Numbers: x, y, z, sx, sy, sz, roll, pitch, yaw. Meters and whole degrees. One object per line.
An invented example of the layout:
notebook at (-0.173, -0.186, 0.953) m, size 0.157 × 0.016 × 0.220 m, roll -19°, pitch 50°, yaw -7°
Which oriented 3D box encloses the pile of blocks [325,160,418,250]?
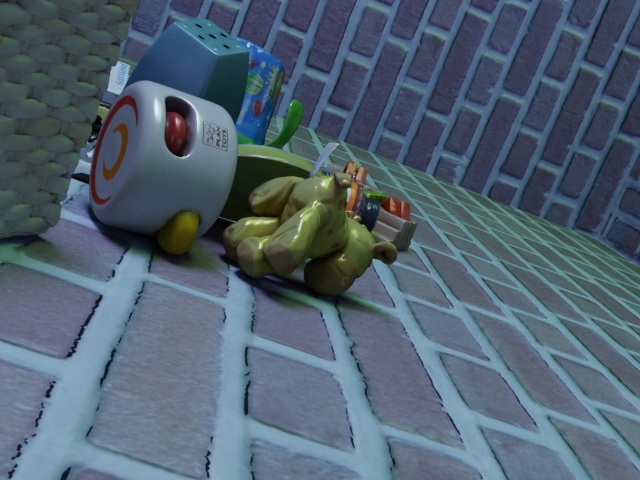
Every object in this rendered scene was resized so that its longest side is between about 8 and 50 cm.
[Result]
pile of blocks at (0.061, -0.097, 1.777) m, size 0.149 × 0.112 × 0.362 m, roll 12°, pitch 15°, yaw -39°

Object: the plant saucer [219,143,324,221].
plant saucer at (-0.093, -0.085, 1.300) m, size 0.241 × 0.037 × 0.241 m, roll 5°, pitch -22°, yaw 2°

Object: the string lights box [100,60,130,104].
string lights box at (-0.538, -0.351, 1.816) m, size 0.260 × 0.076 × 0.133 m, roll 18°, pitch 36°, yaw -19°

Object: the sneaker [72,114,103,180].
sneaker at (-0.370, -0.203, 1.315) m, size 0.296 × 0.178 × 0.124 m, roll 23°, pitch 12°, yaw 3°

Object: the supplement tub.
supplement tub at (0.007, -0.073, 1.592) m, size 0.198 × 0.106 × 0.106 m, roll 19°, pitch 12°, yaw -10°

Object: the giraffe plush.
giraffe plush at (0.000, 0.000, 1.182) m, size 0.170 × 0.210 × 0.181 m, roll 49°, pitch -8°, yaw -33°

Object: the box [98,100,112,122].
box at (-0.343, -0.210, 1.689) m, size 0.232 × 0.058 × 0.087 m, roll 17°, pitch 13°, yaw -25°

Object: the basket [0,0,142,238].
basket at (-0.406, -0.188, 0.841) m, size 0.266 × 0.328 × 0.331 m, roll 29°, pitch 13°, yaw 20°

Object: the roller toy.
roller toy at (-0.198, -0.097, 1.126) m, size 0.146 × 0.191 × 0.209 m, roll 15°, pitch 13°, yaw -32°

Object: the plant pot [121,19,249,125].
plant pot at (-0.235, -0.264, 1.549) m, size 0.165 × 0.234 × 0.166 m, roll 39°, pitch 29°, yaw 14°

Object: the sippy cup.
sippy cup at (-0.191, -0.309, 1.869) m, size 0.306 × 0.224 × 0.240 m, roll 26°, pitch -3°, yaw -8°
